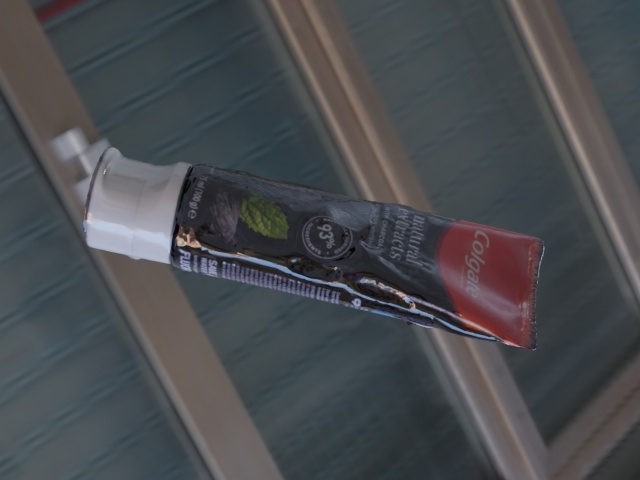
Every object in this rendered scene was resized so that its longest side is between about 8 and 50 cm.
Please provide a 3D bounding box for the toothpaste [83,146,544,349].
[{"bbox_3d":[0.000,0.000,0.618,0.193,0.045,0.071,13,-139,4],"label":"toothpaste"}]
